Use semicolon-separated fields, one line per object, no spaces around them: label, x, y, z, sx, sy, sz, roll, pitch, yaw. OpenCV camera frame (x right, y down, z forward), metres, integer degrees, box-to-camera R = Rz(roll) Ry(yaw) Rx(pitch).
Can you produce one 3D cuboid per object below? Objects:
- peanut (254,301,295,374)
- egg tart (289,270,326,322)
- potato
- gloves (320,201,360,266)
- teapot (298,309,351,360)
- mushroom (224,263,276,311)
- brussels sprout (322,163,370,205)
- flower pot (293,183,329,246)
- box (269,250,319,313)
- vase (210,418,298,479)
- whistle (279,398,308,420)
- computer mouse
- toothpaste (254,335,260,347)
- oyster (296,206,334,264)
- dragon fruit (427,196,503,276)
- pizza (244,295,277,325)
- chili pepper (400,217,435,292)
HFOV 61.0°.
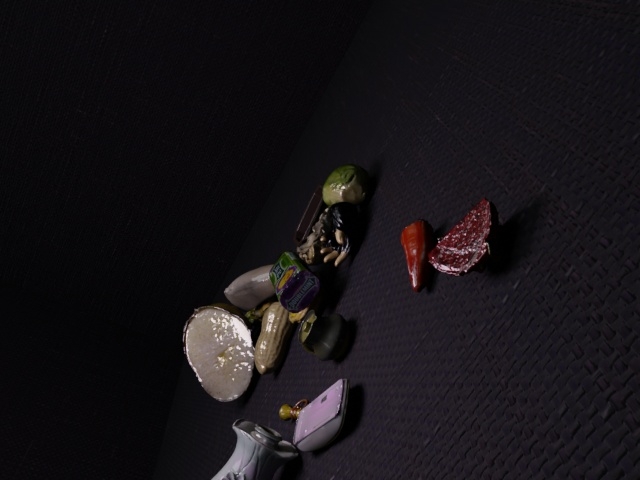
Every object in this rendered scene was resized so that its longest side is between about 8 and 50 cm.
peanut;-0.161;0.340;1.886;0.123;0.123;0.257;-24;47;67
egg tart;-0.035;0.188;1.761;0.191;0.074;0.191;-58;16;26
potato;-0.351;0.428;2.203;0.290;0.397;0.296;-45;-18;6
gloves;0.062;-0.015;1.680;0.164;0.123;0.204;101;169;-75
teapot;0.002;0.257;1.444;0.166;0.119;0.131;-50;21;46
mushroom;-0.240;0.174;2.182;0.407;0.154;0.138;-33;21;40
brussels sprout;0.087;-0.177;1.784;0.180;0.161;0.144;30;132;61
flower pot;-0.010;-0.084;2.085;0.251;0.084;0.179;-65;16;4
box;-0.089;0.125;1.734;0.134;0.097;0.345;-53;14;0
vase;-0.231;0.687;1.376;0.446;0.249;0.250;-63;15;-8
whistle;-0.064;0.475;1.510;0.109;0.057;0.046;-27;85;53
computer mouse;0.012;0.415;1.283;0.245;0.056;0.126;-52;19;42
toothpaste;-0.301;0.439;2.340;0.216;0.037;0.062;-17;53;64
oyster;0.005;0.001;1.856;0.166;0.110;0.341;-47;17;17
dragon fruit;0.280;0.019;0.976;0.162;0.083;0.106;-46;35;28
pizza;-0.271;0.291;2.387;0.288;0.075;0.280;-57;17;22
chili pepper;0.212;0.043;1.187;0.088;0.064;0.169;-51;24;44
